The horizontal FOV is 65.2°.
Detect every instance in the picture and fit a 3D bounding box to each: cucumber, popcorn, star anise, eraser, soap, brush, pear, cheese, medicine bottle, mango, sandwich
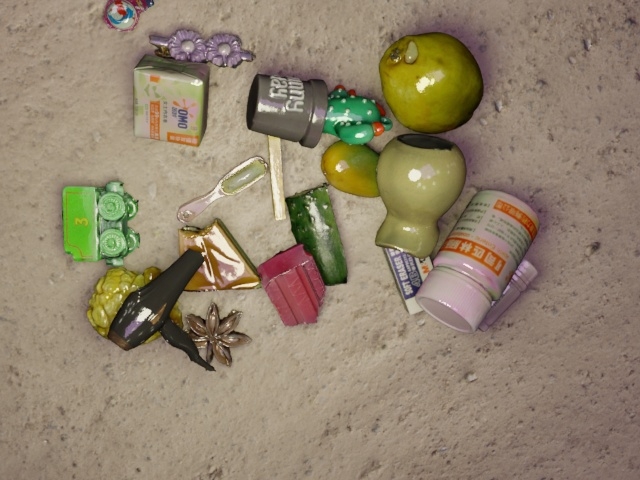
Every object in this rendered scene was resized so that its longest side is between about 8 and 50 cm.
[{"bbox_3d":[-0.002,0.001,1.505,0.145,0.105,0.325,-17,103,-5],"label":"cucumber"},{"bbox_3d":[-0.507,0.188,1.408,0.251,0.206,0.237,10,110,-1],"label":"popcorn"},{"bbox_3d":[-0.313,0.278,1.519,0.197,0.073,0.212,-43,104,4],"label":"star anise"},{"bbox_3d":[0.280,0.080,1.557,0.124,0.081,0.279,-22,100,-3],"label":"eraser"},{"bbox_3d":[-0.400,-0.376,1.352,0.182,0.138,0.199,7,123,-9],"label":"soap"},{"bbox_3d":[-0.291,-0.146,1.467,0.312,0.067,0.072,-32,101,1],"label":"brush"},{"bbox_3d":[-0.129,-0.189,1.463,0.037,0.092,0.252,-6,99,-8],"label":"soap"},{"bbox_3d":[-0.072,0.148,1.460,0.162,0.099,0.250,-29,131,-11],"label":"soap"},{"bbox_3d":[0.310,-0.437,1.406,0.321,0.269,0.269,18,96,-27],"label":"pear"},{"bbox_3d":[-0.529,-0.632,1.378,0.145,0.038,0.095,-32,101,0],"label":"cheese"},{"bbox_3d":[0.551,0.157,1.576,0.133,0.133,0.250,44,92,-11],"label":"medicine bottle"},{"bbox_3d":[0.120,-0.206,1.485,0.251,0.114,0.156,20,76,-24],"label":"mango"},{"bbox_3d":[0.455,0.060,1.462,0.219,0.219,0.388,38,76,-10],"label":"medicine bottle"},{"bbox_3d":[-0.284,0.035,1.444,0.227,0.155,0.198,0,98,-7],"label":"sandwich"}]

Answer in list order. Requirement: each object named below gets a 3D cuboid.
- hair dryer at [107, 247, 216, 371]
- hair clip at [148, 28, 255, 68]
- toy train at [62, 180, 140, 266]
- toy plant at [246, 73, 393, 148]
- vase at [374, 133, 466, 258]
[{"bbox_3d":[-0.364,0.226,1.347,0.304,0.120,0.359,-52,131,-26],"label":"hair dryer"},{"bbox_3d":[-0.328,-0.528,1.400,0.292,0.084,0.106,0,74,-10],"label":"hair clip"},{"bbox_3d":[-0.619,-0.046,1.409,0.188,0.132,0.243,0,96,-2],"label":"toy train"},{"bbox_3d":[0.010,-0.339,1.362,0.400,0.279,0.185,5,106,-20],"label":"toy plant"},{"bbox_3d":[0.285,-0.145,1.420,0.240,0.329,0.302,15,117,21],"label":"vase"}]
